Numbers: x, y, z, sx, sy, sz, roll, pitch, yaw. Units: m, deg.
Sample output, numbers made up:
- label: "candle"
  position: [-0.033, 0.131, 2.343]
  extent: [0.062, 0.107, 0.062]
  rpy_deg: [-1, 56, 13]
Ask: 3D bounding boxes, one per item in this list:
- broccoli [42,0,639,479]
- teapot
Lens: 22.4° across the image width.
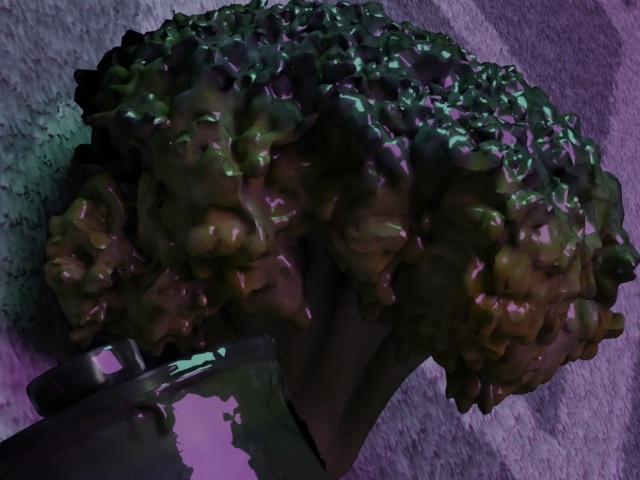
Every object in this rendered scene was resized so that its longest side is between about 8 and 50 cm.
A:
- label: "broccoli"
  position: [0.009, 0.002, 0.973]
  extent: [0.347, 0.281, 0.293]
  rpy_deg: [19, 12, -2]
- label: "teapot"
  position: [-0.042, 0.201, 0.719]
  extent: [0.337, 0.200, 0.270]
  rpy_deg: [63, -3, 9]
